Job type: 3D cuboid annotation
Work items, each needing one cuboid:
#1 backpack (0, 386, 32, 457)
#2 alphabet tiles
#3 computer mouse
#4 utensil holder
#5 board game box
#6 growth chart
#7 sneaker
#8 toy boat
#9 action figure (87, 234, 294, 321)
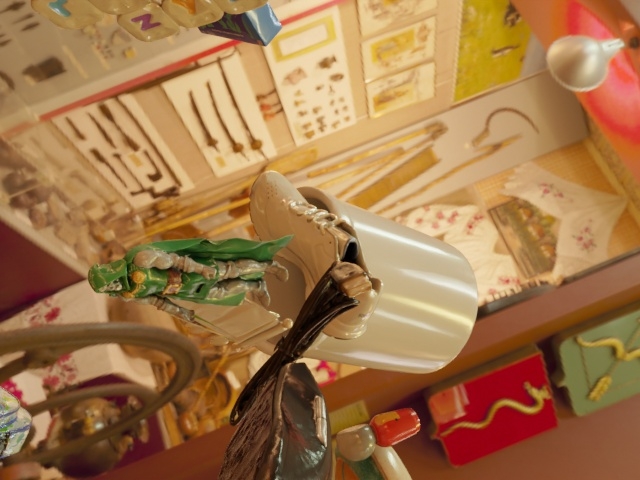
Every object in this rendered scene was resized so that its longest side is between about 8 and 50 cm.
[{"bbox_3d":[-0.441,0.238,0.823,0.105,0.084,0.114,25,3,22],"label":"backpack"},{"bbox_3d":[-0.171,-0.282,0.613,0.278,0.284,0.021,25,54,-73],"label":"alphabet tiles"},{"bbox_3d":[-0.006,0.111,0.435,0.060,0.184,0.262,33,7,-6],"label":"computer mouse"},{"bbox_3d":[0.082,0.100,1.296,0.386,0.327,0.327,18,34,-36],"label":"utensil holder"},{"bbox_3d":[-0.166,-0.382,0.905,0.160,0.047,0.210,24,-19,38],"label":"board game box"},{"bbox_3d":[-0.162,0.108,0.987,0.237,0.172,0.021,41,41,-37],"label":"growth chart"},{"bbox_3d":[0.000,0.000,0.955,0.297,0.111,0.129,53,-42,17],"label":"sneaker"},{"bbox_3d":[0.094,0.432,1.164,0.267,0.148,0.318,-127,-149,-47],"label":"toy boat"},{"bbox_3d":[-0.148,0.043,0.712,0.137,0.232,0.063,-56,-131,31],"label":"action figure"}]
